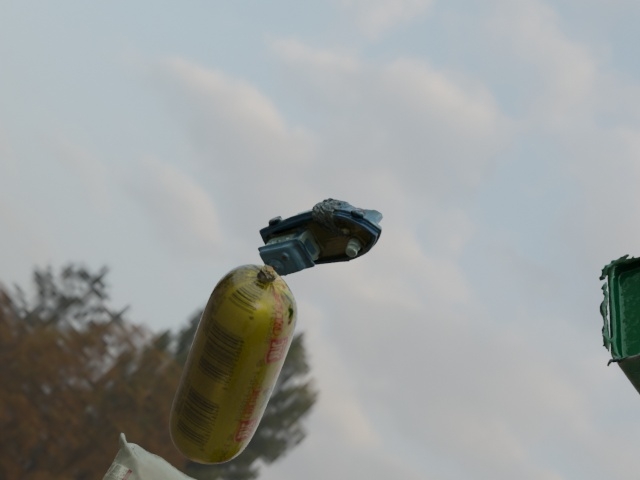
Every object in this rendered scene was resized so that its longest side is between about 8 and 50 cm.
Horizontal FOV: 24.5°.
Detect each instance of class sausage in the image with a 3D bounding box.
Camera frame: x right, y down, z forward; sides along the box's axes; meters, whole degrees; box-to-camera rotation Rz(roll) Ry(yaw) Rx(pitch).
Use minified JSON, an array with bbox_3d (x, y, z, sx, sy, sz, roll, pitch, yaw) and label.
[{"bbox_3d":[-0.116,0.167,1.951,0.123,0.123,0.347,39,-53,24],"label":"sausage"}]

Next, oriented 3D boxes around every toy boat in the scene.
[{"bbox_3d":[0.000,0.000,2.385,0.238,0.098,0.109,-13,-64,35],"label":"toy boat"}]

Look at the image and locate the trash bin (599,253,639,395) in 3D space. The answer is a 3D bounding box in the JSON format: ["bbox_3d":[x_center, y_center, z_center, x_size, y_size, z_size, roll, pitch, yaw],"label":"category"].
[{"bbox_3d":[0.587,0.193,2.181,0.259,0.295,0.381,-22,-47,31],"label":"trash bin"}]

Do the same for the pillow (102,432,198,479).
[{"bbox_3d":[-0.219,0.344,1.552,0.078,0.254,0.144,7,-30,48],"label":"pillow"}]
